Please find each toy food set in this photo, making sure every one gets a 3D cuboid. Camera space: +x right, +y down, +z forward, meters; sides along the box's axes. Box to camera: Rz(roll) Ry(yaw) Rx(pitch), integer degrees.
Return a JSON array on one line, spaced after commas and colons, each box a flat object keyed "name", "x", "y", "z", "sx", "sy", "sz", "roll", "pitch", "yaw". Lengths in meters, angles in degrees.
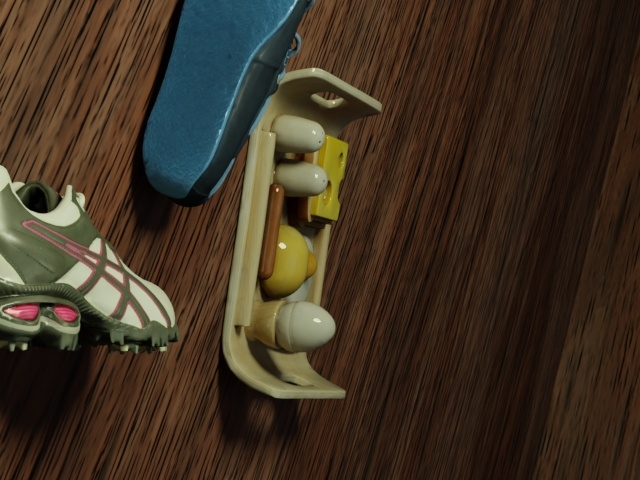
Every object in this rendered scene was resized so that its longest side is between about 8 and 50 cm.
[{"name": "toy food set", "x": 0.000, "y": 0.000, "z": 1.700, "sx": 0.220, "sy": 0.092, "sz": 0.306, "roll": 14, "pitch": 84, "yaw": -71}]

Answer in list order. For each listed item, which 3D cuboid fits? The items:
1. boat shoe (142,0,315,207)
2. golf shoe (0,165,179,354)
[{"name": "boat shoe", "x": -0.079, "y": -0.150, "z": 1.442, "sx": 0.258, "sy": 0.109, "sz": 0.089, "roll": -61, "pitch": 163, "yaw": -12}, {"name": "golf shoe", "x": -0.170, "y": 0.020, "z": 1.211, "sx": 0.273, "sy": 0.105, "sz": 0.120, "roll": 17, "pitch": 74, "yaw": -71}]
